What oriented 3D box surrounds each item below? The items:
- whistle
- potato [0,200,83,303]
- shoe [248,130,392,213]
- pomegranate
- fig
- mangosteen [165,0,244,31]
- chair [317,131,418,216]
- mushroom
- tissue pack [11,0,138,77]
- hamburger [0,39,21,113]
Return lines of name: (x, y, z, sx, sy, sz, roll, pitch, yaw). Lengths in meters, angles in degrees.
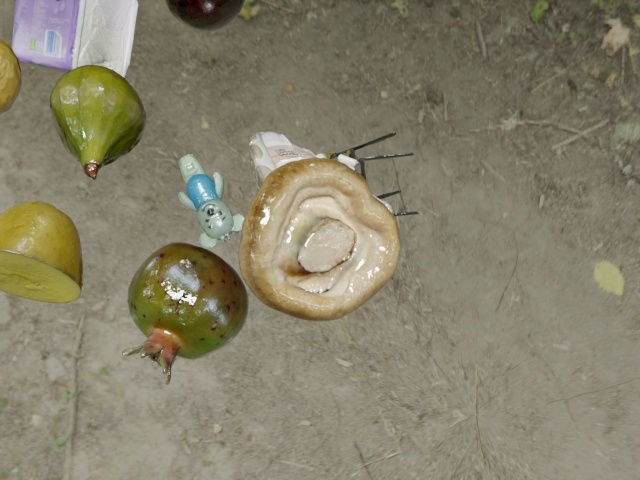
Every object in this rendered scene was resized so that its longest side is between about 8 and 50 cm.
whistle: (-0.253, -0.095, 1.516, 0.114, 0.077, 0.236, -30, 68, 1)
potato: (-0.518, 0.007, 1.262, 0.203, 0.178, 0.158, 12, 57, -1)
shoe: (-0.006, -0.087, 1.358, 0.198, 0.172, 0.351, -25, 65, -13)
pomegranate: (-0.322, 0.177, 1.621, 0.290, 0.291, 0.324, 15, 71, 16)
fig: (-0.281, -0.146, 0.917, 0.126, 0.133, 0.185, -16, 52, -35)
mangosteen: (-0.289, -0.675, 1.873, 0.235, 0.261, 0.236, 3, 95, 36)
chair: (0.084, -0.138, 1.613, 0.246, 0.172, 0.159, -11, 68, 24)
mushroom: (0.000, 0.000, 1.112, 0.278, 0.146, 0.278, -4, 100, -20)
tissue pack: (-0.598, -0.522, 1.664, 0.338, 0.160, 0.242, 20, 101, 41)
hamburger: (-0.628, -0.300, 1.260, 0.115, 0.162, 0.162, 17, 80, 24)
